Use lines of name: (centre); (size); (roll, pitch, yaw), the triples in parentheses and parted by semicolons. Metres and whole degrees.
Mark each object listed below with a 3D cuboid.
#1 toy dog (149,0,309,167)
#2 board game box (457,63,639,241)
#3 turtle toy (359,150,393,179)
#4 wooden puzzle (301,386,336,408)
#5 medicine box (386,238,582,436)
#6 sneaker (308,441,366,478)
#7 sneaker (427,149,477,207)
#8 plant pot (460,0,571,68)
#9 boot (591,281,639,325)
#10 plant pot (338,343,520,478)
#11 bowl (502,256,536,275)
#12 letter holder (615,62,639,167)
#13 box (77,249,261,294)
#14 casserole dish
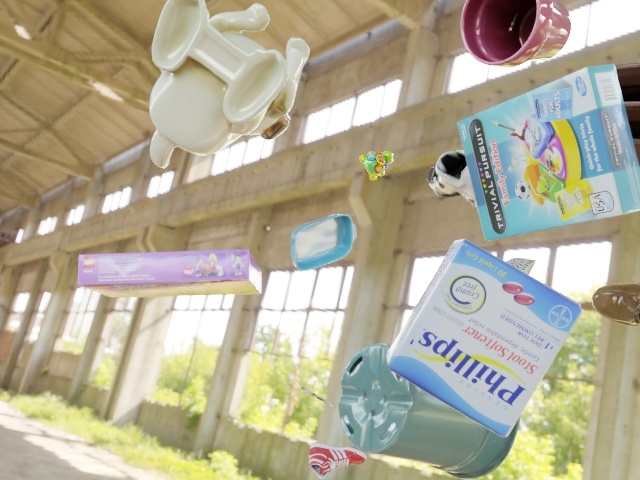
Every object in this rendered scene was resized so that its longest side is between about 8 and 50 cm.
toy dog: (-0.184, -0.323, 1.641); (0.285, 0.395, 0.408); (28, 16, 8)
board game box: (0.415, -0.147, 1.370); (0.079, 0.253, 0.336); (-12, -2, -30)
turtle toy: (0.197, -0.267, 2.502); (0.130, 0.095, 0.066); (-29, -1, -44)
wooden puzzle: (-0.003, 0.267, 1.252); (0.049, 0.006, 0.083); (20, -15, 42)
medicine box: (0.312, 0.185, 1.446); (0.264, 0.289, 0.149); (30, 0, 4)
sneaker: (0.033, 0.455, 1.506); (0.119, 0.067, 0.042); (7, -55, 6)
sneaker: (0.353, -0.187, 1.935); (0.146, 0.122, 0.330); (41, -4, -21)
plant pot: (0.435, -0.465, 1.584); (0.180, 0.201, 0.201); (-1, -2, -40)
boot: (0.794, 0.167, 1.799); (0.115, 0.112, 0.305); (1, 8, -43)
plant pot: (0.247, 0.399, 1.801); (0.334, 0.341, 0.341); (16, -13, -36)
bowl: (0.519, 0.105, 2.038); (0.080, 0.170, 0.170); (31, -9, 18)
letter holder: (0.645, -0.219, 1.430); (0.302, 0.152, 0.214); (15, -33, 53)
box: (-0.263, 0.064, 1.339); (0.293, 0.057, 0.201); (-2, -12, 1)
casserole dish: (0.000, 0.000, 1.691); (0.188, 0.114, 0.037); (-19, 31, -33)
